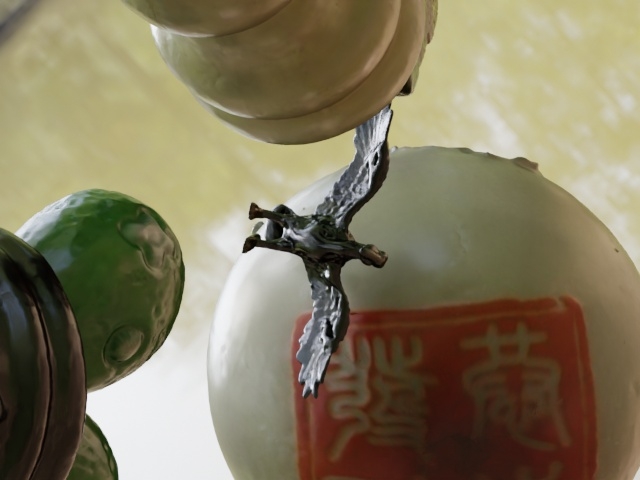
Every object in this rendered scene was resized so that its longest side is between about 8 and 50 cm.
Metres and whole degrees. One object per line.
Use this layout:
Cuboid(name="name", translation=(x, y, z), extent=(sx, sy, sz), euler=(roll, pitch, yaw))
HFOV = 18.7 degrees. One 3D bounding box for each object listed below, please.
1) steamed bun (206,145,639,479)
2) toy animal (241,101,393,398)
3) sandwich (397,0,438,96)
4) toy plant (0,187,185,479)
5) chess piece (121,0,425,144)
Cuboid(name="steamed bun", translation=(0.097, 0.120, 1.538), extent=(0.374, 0.374, 0.241), euler=(-42, 22, 8))
Cuboid(name="toy animal", translation=(0.000, 0.000, 1.358), extent=(0.062, 0.108, 0.220), euler=(9, -87, -69))
Cuboid(name="sandwich", translation=(0.041, -0.241, 1.655), extent=(0.109, 0.292, 0.212), euler=(4, -3, 21))
Cuboid(name="toy plant", translation=(-0.181, 0.073, 1.090), extent=(0.175, 0.235, 0.218), euler=(12, 93, 39))
Cuboid(name="chess piece", translation=(-0.055, -0.166, 1.106), extent=(0.167, 0.167, 0.300), euler=(-43, -21, 4))
